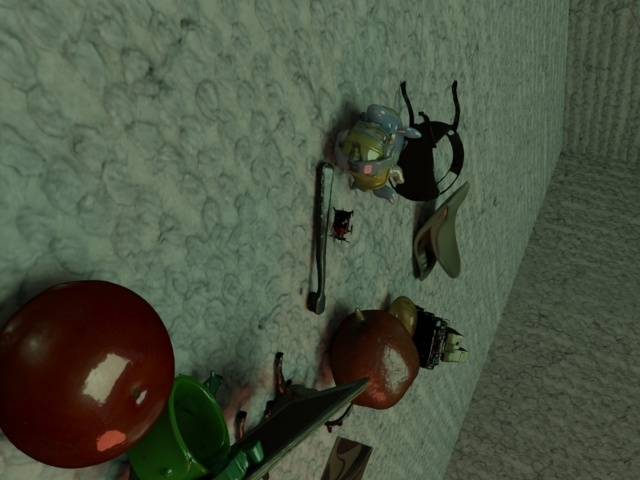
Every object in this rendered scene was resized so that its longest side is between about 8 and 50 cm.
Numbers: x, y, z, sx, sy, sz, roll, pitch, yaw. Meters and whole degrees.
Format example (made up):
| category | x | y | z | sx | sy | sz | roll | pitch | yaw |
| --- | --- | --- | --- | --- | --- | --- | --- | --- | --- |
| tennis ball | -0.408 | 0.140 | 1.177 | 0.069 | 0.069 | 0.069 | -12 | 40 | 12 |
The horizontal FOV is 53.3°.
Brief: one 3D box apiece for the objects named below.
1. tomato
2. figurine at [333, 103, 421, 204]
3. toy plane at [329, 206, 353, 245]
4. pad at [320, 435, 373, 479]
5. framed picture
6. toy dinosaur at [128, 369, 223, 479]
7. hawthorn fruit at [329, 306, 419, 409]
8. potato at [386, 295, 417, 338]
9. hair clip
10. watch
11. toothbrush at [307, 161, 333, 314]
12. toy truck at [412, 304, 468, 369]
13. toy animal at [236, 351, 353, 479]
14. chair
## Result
| category | x | y | z | sx | sy | sz | roll | pitch | yaw |
| --- | --- | --- | --- | --- | --- | --- | --- | --- | --- |
| tomato | -0.235 | 0.137 | 0.651 | 0.195 | 0.136 | 0.195 | -40 | 138 | -48 |
| figurine | 0.098 | -0.156 | 1.161 | 0.184 | 0.128 | 0.208 | -46 | 147 | -40 |
| toy plane | 0.039 | -0.025 | 1.183 | 0.145 | 0.037 | 0.060 | 56 | 44 | -81 |
| pad | 0.057 | 0.632 | 1.665 | 0.220 | 0.004 | 0.330 | -67 | 153 | -13 |
| framed picture | -0.081 | 0.301 | 0.934 | 0.296 | 0.232 | 0.019 | -29 | 88 | -39 |
| toy dinosaur | -0.212 | 0.313 | 0.872 | 0.292 | 0.079 | 0.120 | -66 | 148 | -20 |
| hawthorn fruit | 0.102 | 0.231 | 1.343 | 0.199 | 0.199 | 0.251 | -54 | 135 | -36 |
| potato | 0.195 | 0.224 | 1.608 | 0.107 | 0.080 | 0.170 | -112 | -145 | -58 |
| hair clip | 0.321 | -0.009 | 1.719 | 0.172 | 0.113 | 0.282 | -42 | 134 | -48 |
| watch | -0.168 | 0.246 | 0.782 | 0.152 | 0.131 | 0.165 | 61 | 12 | 1 |
| toothbrush | 0.000 | 0.000 | 1.163 | 0.030 | 0.030 | 0.297 | -26 | 127 | -52 |
| toy truck | 0.283 | 0.246 | 1.660 | 0.257 | 0.127 | 0.127 | -155 | -106 | -76 |
| toy animal | -0.054 | 0.327 | 1.208 | 0.243 | 0.087 | 0.260 | -43 | 141 | -24 |
| chair | 0.206 | -0.200 | 1.304 | 0.149 | 0.174 | 0.213 | -42 | 130 | -41 |
